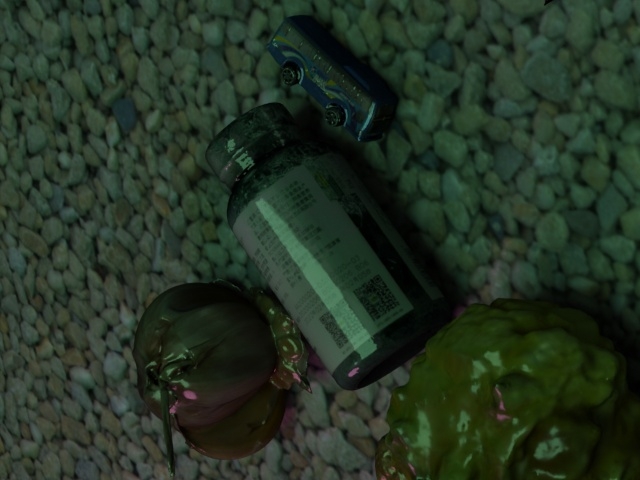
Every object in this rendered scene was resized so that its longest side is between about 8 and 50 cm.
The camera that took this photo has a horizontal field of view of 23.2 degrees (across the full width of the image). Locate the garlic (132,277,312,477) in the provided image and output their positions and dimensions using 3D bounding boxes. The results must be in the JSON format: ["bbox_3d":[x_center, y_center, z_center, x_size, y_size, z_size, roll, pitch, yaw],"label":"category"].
[{"bbox_3d":[-0.102,0.152,1.721,0.207,0.257,0.207,-1,112,-3],"label":"garlic"}]

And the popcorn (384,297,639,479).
[{"bbox_3d":[0.180,0.177,1.448,0.249,0.225,0.249,21,117,47],"label":"popcorn"}]

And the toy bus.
[{"bbox_3d":[0.012,-0.166,1.596,0.153,0.051,0.061,45,124,22],"label":"toy bus"}]

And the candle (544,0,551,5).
[{"bbox_3d":[0.163,-0.286,1.432,0.167,0.021,0.026,52,153,14],"label":"candle"}]

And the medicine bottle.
[{"bbox_3d":[0.000,0.000,1.603,0.293,0.141,0.141,55,133,12],"label":"medicine bottle"}]

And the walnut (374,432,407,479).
[{"bbox_3d":[0.101,0.242,1.647,0.096,0.082,0.079,52,164,22],"label":"walnut"}]
